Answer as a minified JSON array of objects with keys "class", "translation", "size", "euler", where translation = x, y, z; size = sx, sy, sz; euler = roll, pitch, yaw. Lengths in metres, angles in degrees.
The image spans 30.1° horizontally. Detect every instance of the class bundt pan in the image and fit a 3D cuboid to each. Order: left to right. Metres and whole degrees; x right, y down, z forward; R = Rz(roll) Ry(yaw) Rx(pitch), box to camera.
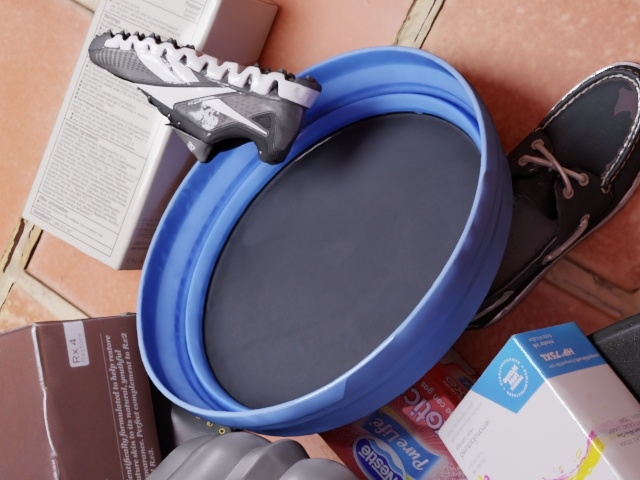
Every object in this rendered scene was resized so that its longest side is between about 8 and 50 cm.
[{"class":"bundt pan","translation":[-0.018,0.284,1.034],"size":[0.331,0.331,0.124],"euler":[18,55,25]}]

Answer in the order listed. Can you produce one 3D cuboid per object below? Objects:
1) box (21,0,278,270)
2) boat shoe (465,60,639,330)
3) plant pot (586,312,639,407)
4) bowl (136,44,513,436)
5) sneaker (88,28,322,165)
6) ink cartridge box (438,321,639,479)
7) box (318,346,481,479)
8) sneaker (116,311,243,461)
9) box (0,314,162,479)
[{"class":"box","translation":[-0.180,-0.137,1.257],"size":[0.148,0.121,0.311],"euler":[28,102,23]},{"class":"boat shoe","translation":[0.200,-0.034,1.085],"size":[0.114,0.091,0.302],"euler":[38,106,21]},{"class":"plant pot","translation":[0.300,0.143,0.995],"size":[0.167,0.187,0.188],"euler":[-16,82,38]},{"class":"bowl","translation":[0.000,0.000,1.090],"size":[0.391,0.077,0.391],"euler":[-25,44,27]},{"class":"sneaker","translation":[-0.121,-0.131,1.126],"size":[0.234,0.078,0.106],"euler":[17,95,12]},{"class":"ink cartridge box","translation":[0.206,0.195,0.923],"size":[0.231,0.078,0.134],"euler":[56,134,31]},{"class":"box","translation":[0.101,0.180,1.111],"size":[0.257,0.128,0.122],"euler":[46,107,19]},{"class":"sneaker","translation":[-0.149,0.174,1.274],"size":[0.118,0.083,0.222],"euler":[-16,80,11]},{"class":"box","translation":[-0.346,0.202,1.276],"size":[0.381,0.143,0.191],"euler":[-15,82,43]}]
